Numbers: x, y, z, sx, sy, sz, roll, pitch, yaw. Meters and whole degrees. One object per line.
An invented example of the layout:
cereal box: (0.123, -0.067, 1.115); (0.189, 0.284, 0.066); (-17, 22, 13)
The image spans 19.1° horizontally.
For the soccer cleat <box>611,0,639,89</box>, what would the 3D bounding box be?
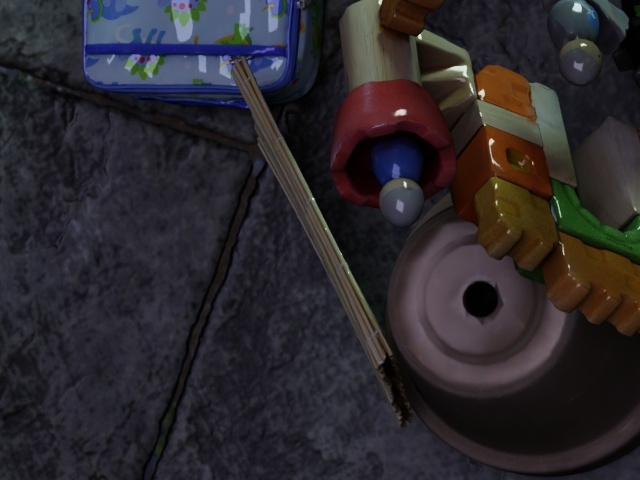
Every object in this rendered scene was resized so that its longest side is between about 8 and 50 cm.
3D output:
soccer cleat: (0.285, -0.199, 1.476); (0.121, 0.289, 0.093); (-28, 68, -1)

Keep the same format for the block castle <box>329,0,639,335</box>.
block castle: (0.251, -0.089, 1.305); (0.303, 0.453, 0.213); (-51, 31, 38)

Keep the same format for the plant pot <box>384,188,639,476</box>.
plant pot: (0.155, 0.060, 1.517); (0.263, 0.229, 0.263); (-2, 84, 19)

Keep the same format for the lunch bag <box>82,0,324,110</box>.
lunch bag: (-0.106, -0.207, 1.715); (0.219, 0.090, 0.176); (4, 89, 21)

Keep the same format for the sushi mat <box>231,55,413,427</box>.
sushi mat: (0.000, 0.000, 1.583); (0.019, 0.151, 0.317); (-25, 61, -2)
